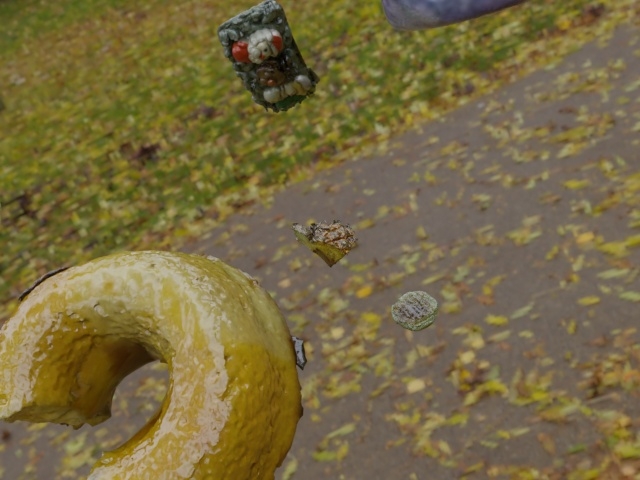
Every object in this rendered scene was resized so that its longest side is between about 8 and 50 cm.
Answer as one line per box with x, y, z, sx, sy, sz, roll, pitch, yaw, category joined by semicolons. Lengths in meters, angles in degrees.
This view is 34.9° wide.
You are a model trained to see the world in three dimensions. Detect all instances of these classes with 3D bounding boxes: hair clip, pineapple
-0.085;-0.311;1.871;0.138;0.321;0.091;-26;66;6;hair clip
0.000;0.000;1.762;0.114;0.077;0.114;18;25;-6;pineapple

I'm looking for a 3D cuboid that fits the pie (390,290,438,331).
0.163;0.120;1.750;0.085;0.020;0.084;-4;46;4;pie

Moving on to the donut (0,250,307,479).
-0.239;0.178;1.323;0.435;0.163;0.377;34;91;27;donut

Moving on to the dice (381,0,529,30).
0.186;-0.455;1.392;0.270;0.271;0.270;-15;21;8;dice

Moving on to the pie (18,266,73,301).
-0.530;0.093;2.084;0.033;0.088;0.191;35;13;22;pie
